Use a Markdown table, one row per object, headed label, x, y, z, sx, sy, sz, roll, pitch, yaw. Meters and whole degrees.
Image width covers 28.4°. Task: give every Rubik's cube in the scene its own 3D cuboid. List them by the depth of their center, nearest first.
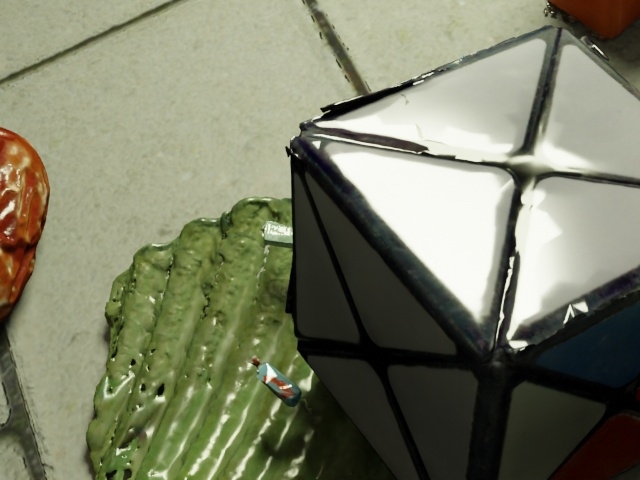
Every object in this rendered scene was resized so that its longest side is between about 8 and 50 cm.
| label | x | y | z | sx | sy | sz | roll | pitch | yaw |
| --- | --- | --- | --- | --- | --- | --- | --- | --- | --- |
| Rubik's cube | 0.167 | 0.037 | 1.115 | 0.305 | 0.307 | 0.310 | -24 | 53 | -21 |

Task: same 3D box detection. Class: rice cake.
| label | x | y | z | sx | sy | sz | roll | pitch | yaw |
| --- | --- | --- | --- | --- | --- | --- | --- | --- | --- |
| rice cake | 0.000 | 0.000 | 1.294 | 0.121 | 0.021 | 0.022 | 8 | 67 | -10 |

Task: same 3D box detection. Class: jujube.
| label | x | y | z | sx | sy | sz | roll | pitch | yaw |
| --- | --- | --- | --- | --- | --- | --- | --- | --- | --- |
| jujube | -0.400 | -0.012 | 1.423 | 0.174 | 0.174 | 0.250 | 5 | 62 | 18 |

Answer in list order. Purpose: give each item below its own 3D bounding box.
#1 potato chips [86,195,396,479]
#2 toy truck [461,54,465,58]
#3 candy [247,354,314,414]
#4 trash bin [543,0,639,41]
| label | x | y | z | sx | sy | sz | roll | pitch | yaw |
| --- | --- | --- | --- | --- | --- | --- | --- | --- | --- |
| potato chips | -0.069 | 0.140 | 1.277 | 0.373 | 0.097 | 0.389 | -10 | 57 | 7 |
| toy truck | 0.180 | -0.183 | 1.442 | 0.056 | 0.073 | 0.090 | -10 | 42 | 8 |
| candy | -0.038 | 0.138 | 1.206 | 0.083 | 0.030 | 0.020 | 38 | 76 | 17 |
| trash bin | 0.310 | -0.344 | 1.407 | 0.184 | 0.238 | 0.161 | -40 | 59 | -15 |
